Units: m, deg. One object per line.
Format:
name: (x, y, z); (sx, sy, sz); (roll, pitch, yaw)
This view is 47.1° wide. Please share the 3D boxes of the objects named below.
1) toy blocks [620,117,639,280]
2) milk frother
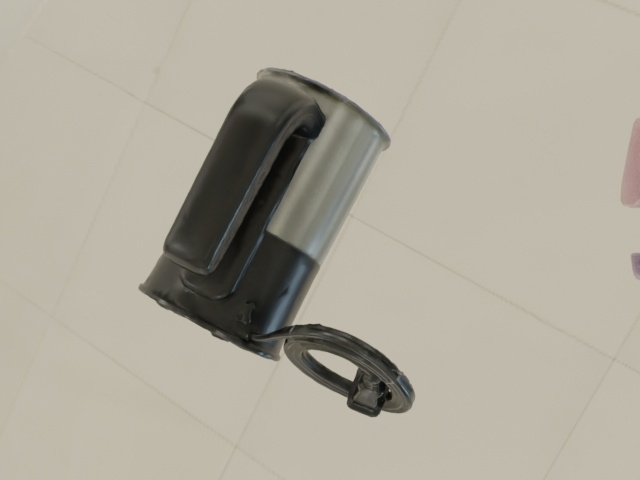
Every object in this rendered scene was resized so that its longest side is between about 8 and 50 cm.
toy blocks: (0.326, -0.004, 0.301); (0.308, 0.288, 0.260); (0, 90, 53)
milk frother: (0.000, 0.000, 0.374); (0.143, 0.129, 0.135); (28, 84, -4)
